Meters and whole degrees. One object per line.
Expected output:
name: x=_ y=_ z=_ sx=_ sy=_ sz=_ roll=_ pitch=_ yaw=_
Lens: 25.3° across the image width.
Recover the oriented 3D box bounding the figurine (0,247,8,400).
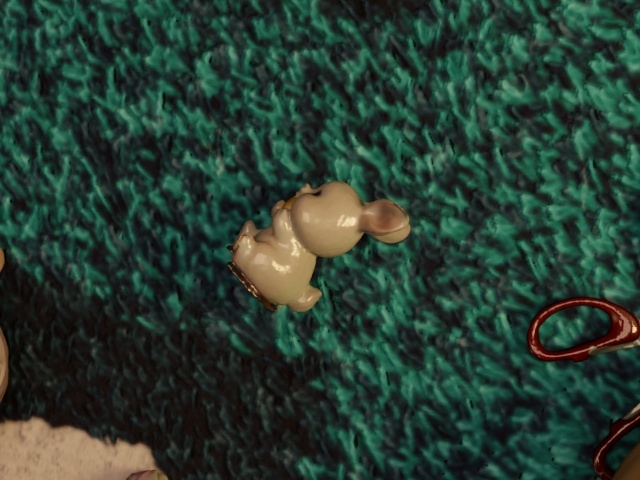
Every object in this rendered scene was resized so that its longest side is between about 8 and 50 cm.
figurine: x=-0.334 y=0.046 z=1.061 sx=0.276 sy=0.200 sz=0.133 roll=52 pitch=139 yaw=8

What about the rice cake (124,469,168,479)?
rice cake: x=-0.143 y=0.290 z=1.072 sx=0.189 sy=0.037 sz=0.198 roll=-33 pitch=84 yaw=6

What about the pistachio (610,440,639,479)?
pistachio: x=0.310 y=0.189 z=0.917 sx=0.321 sy=0.238 sz=0.229 roll=-43 pitch=89 yaw=-16

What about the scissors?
scissors: x=0.285 y=0.066 z=1.035 sx=0.247 sy=0.017 sz=0.144 roll=-28 pitch=84 yaw=4

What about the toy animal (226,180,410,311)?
toy animal: x=-0.004 y=-0.005 z=1.048 sx=0.124 sy=0.071 sz=0.085 roll=-40 pitch=83 yaw=4
